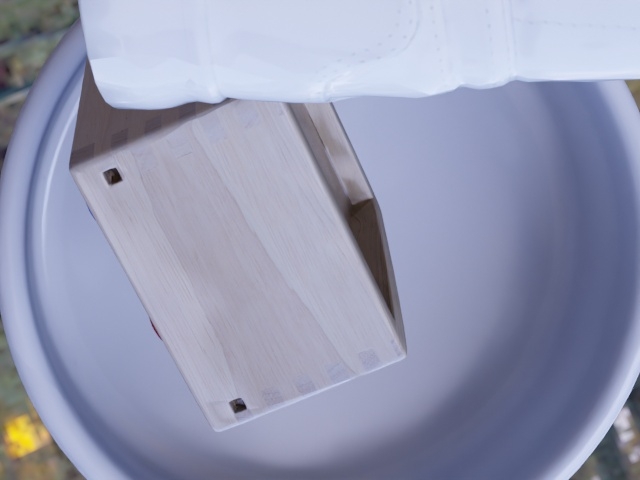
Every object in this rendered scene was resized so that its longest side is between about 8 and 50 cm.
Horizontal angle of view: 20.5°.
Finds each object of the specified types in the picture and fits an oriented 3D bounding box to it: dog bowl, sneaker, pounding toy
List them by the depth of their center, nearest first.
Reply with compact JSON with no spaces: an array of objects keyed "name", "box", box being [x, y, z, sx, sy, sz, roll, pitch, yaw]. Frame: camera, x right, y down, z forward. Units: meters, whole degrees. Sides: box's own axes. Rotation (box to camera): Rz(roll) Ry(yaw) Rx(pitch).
[{"name":"sneaker","box":[0.045,-0.169,0.354,0.169,0.292,0.108,2,177,6]},{"name":"pounding toy","box":[-0.037,-0.011,0.627,0.100,0.130,0.141,-22,-152,8]},{"name":"dog bowl","box":[0.000,0.000,0.733,0.265,0.265,0.104,-24,-174,-6]}]
